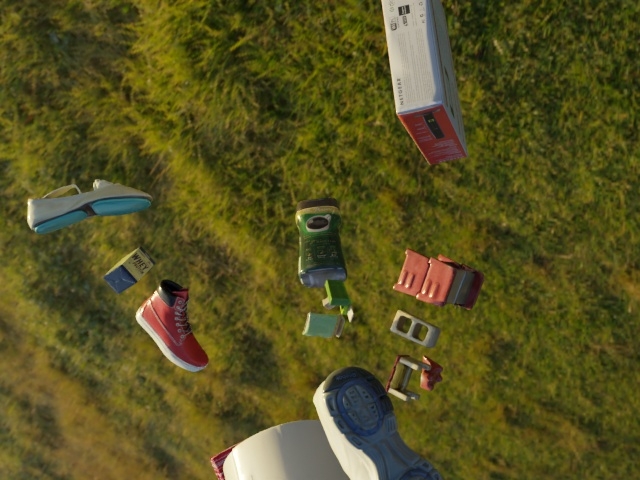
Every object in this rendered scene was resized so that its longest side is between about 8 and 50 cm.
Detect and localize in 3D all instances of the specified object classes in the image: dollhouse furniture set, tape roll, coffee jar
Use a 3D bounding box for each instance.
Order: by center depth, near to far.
[{"bbox_3d":[-0.050,0.478,1.384,0.246,0.169,0.246,-13,140,-11],"label":"tape roll"},{"bbox_3d":[0.020,0.151,1.410,0.076,0.059,0.152,4,127,-17],"label":"dollhouse furniture set"},{"bbox_3d":[0.000,0.000,1.462,0.096,0.185,0.079,-6,147,4],"label":"coffee jar"},{"bbox_3d":[0.276,0.224,1.936,0.152,0.374,0.201,23,-175,36],"label":"dollhouse furniture set"}]

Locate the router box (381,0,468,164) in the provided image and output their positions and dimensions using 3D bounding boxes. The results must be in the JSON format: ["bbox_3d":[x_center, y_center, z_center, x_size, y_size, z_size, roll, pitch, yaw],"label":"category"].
[{"bbox_3d":[0.195,-0.346,1.370,0.082,0.336,0.301,-10,165,17],"label":"router box"}]

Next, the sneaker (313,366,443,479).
[{"bbox_3d":[0.085,0.318,1.033,0.297,0.111,0.129,65,158,6],"label":"sneaker"}]

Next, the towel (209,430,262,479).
[{"bbox_3d":[-0.207,0.769,2.304,0.275,0.198,0.031,59,154,20],"label":"towel"}]

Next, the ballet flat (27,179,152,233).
[{"bbox_3d":[-0.471,-0.083,1.474,0.248,0.086,0.086,-14,141,-12],"label":"ballet flat"}]

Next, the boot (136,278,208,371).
[{"bbox_3d":[-0.367,0.225,1.946,0.244,0.088,0.176,45,121,3],"label":"boot"}]

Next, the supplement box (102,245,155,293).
[{"bbox_3d":[-0.453,0.070,1.719,0.083,0.083,0.056,-27,108,39],"label":"supplement box"}]
